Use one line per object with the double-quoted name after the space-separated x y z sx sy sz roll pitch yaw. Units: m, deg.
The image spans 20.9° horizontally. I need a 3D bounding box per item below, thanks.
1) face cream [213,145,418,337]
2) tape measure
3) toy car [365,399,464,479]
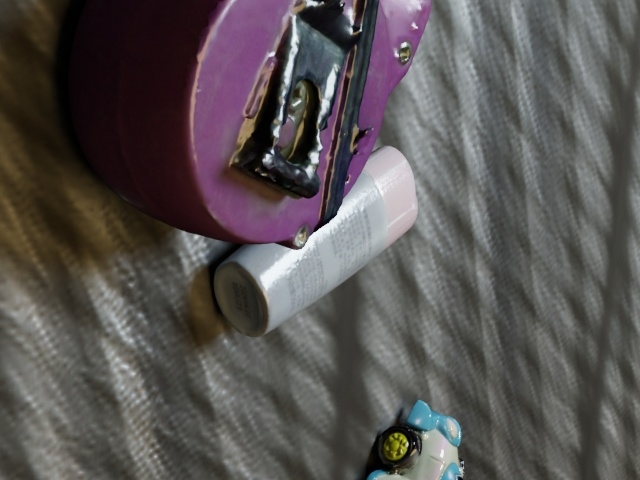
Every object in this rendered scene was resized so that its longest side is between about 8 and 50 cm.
0.000 0.000 1.359 0.198 0.057 0.084 -36 132 -41 "face cream"
-0.045 -0.120 1.163 0.231 0.149 0.245 22 88 -55 "tape measure"
0.101 0.238 1.561 0.126 0.098 0.161 37 77 -55 "toy car"
